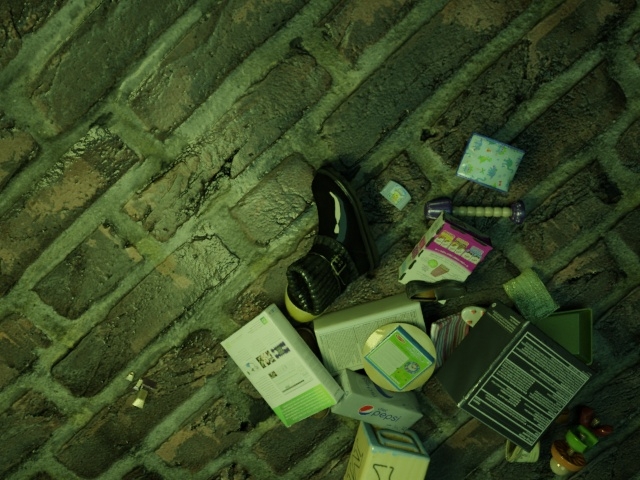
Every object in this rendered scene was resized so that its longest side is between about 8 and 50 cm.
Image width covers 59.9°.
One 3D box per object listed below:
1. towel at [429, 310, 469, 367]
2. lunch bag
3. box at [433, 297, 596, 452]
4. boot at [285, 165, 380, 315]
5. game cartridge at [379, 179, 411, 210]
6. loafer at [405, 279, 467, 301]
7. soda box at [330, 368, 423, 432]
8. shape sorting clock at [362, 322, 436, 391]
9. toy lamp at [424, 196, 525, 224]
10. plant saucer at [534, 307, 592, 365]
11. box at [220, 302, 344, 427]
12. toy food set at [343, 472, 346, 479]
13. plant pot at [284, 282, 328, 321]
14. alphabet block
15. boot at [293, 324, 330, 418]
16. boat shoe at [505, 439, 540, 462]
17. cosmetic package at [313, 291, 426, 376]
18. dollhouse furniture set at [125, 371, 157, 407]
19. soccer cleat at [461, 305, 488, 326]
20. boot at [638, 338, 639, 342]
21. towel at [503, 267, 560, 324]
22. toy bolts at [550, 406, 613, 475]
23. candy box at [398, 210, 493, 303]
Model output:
[{"bbox_3d":[0.380,0.290,1.624,0.197,0.029,0.144,-9,107,-43],"label":"towel"},{"bbox_3d":[0.458,-0.216,1.528,0.151,0.096,0.128,16,103,-16],"label":"lunch bag"},{"bbox_3d":[0.535,0.374,1.553,0.296,0.183,0.294,36,95,-19],"label":"box"},{"bbox_3d":[0.003,0.001,1.485,0.260,0.131,0.347,-32,106,-25],"label":"boot"},{"bbox_3d":[0.216,-0.131,1.578,0.083,0.017,0.056,39,95,-11],"label":"game cartridge"},{"bbox_3d":[0.323,0.149,1.548,0.170,0.061,0.062,-3,122,10],"label":"loafer"},{"bbox_3d":[0.161,0.473,1.628,0.286,0.091,0.098,25,118,-29],"label":"soda box"},{"bbox_3d":[0.221,0.328,1.563,0.206,0.040,0.206,2,105,8],"label":"shape sorting clock"},{"bbox_3d":[0.432,-0.084,1.570,0.275,0.080,0.080,0,104,-6],"label":"toy lamp"},{"bbox_3d":[0.727,0.297,1.692,0.188,0.045,0.188,-7,103,-1],"label":"plant saucer"},{"bbox_3d":[-0.113,0.360,1.576,0.232,0.058,0.322,-37,90,37],"label":"box"},{"bbox_3d":[0.116,0.766,1.788,0.083,0.020,0.082,19,102,-7],"label":"toy food set"},{"bbox_3d":[-0.047,0.182,1.593,0.134,0.134,0.095,18,133,-7],"label":"plant pot"},{"bbox_3d":[0.198,0.684,1.674,0.193,0.193,0.197,15,95,-5],"label":"alphabet block"},{"bbox_3d":[-0.036,0.413,1.648,0.112,0.115,0.305,-13,105,-1],"label":"boot"},{"bbox_3d":[0.628,0.570,1.723,0.089,0.104,0.285,-5,105,-4],"label":"boat shoe"},{"bbox_3d":[0.147,0.271,1.623,0.310,0.113,0.160,-14,105,0],"label":"cosmetic package"},{"bbox_3d":[-0.553,0.462,1.635,0.091,0.114,0.081,29,105,-12],"label":"dollhouse furniture set"},{"bbox_3d":[0.505,0.229,1.647,0.196,0.076,0.068,12,110,-9],"label":"soccer cleat"},{"bbox_3d":[1.098,0.276,1.691,0.190,0.076,0.208,28,108,-23],"label":"boot"},{"bbox_3d":[0.621,0.167,1.642,0.110,0.027,0.148,-34,80,7],"label":"towel"},{"bbox_3d":[0.764,0.605,1.730,0.229,0.218,0.158,4,121,-37],"label":"toy bolts"},{"bbox_3d":[0.346,0.051,1.564,0.159,0.071,0.233,28,121,-9],"label":"candy box"}]
